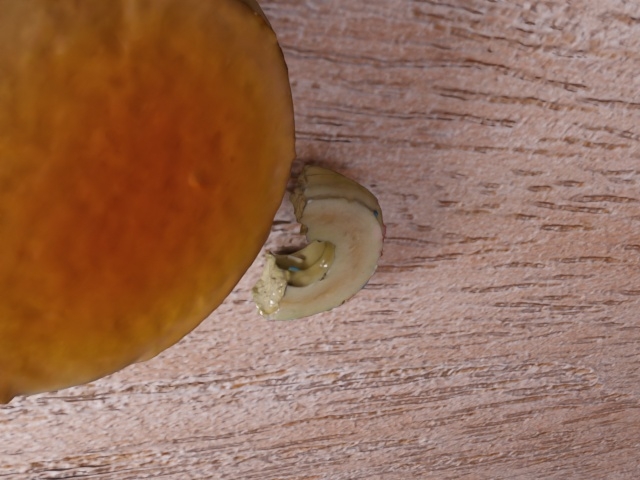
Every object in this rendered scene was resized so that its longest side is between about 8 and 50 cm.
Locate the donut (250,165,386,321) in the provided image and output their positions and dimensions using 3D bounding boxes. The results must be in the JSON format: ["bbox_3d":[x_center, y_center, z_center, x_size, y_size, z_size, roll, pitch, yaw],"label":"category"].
[{"bbox_3d":[0.003,0.002,0.637,0.108,0.065,0.166,0,128,-28],"label":"donut"}]

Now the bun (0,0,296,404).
[{"bbox_3d":[-0.165,-0.053,0.414,0.298,0.164,0.299,-28,136,-31],"label":"bun"}]
